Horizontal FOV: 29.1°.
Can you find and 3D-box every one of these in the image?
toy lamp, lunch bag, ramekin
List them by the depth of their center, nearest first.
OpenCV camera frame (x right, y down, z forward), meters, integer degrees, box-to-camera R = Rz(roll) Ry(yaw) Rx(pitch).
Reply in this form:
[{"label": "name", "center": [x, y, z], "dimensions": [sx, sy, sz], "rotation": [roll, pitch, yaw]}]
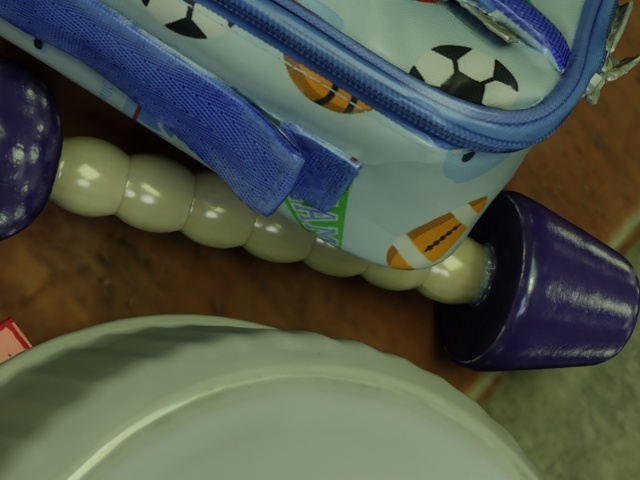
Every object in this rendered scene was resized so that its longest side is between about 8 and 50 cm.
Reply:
[{"label": "ramekin", "center": [-0.025, 0.152, 0.407], "dimensions": [0.272, 0.127, 0.273], "rotation": [5, 77, -24]}, {"label": "lunch bag", "center": [-0.021, -0.136, 0.453], "dimensions": [0.303, 0.115, 0.243], "rotation": [31, 49, -2]}, {"label": "toy lamp", "center": [0.000, 0.000, 0.488], "dimensions": [0.274, 0.080, 0.080], "rotation": [12, 73, -18]}]

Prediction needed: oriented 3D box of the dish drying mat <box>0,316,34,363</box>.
[{"label": "dish drying mat", "center": [-0.137, 0.065, 0.449], "dimensions": [0.083, 0.008, 0.032], "rotation": [-40, 95, -27]}]
